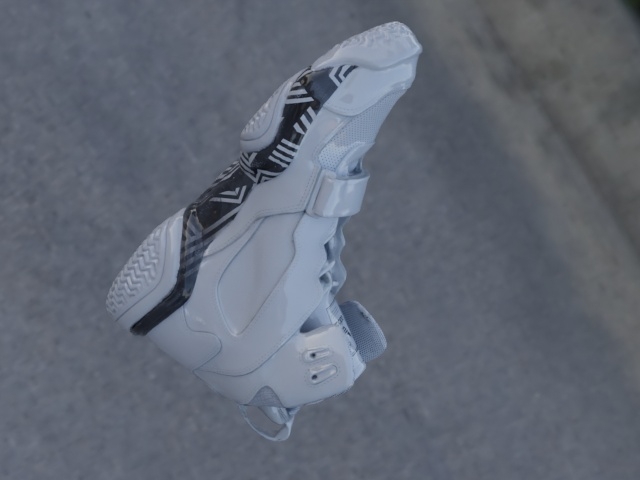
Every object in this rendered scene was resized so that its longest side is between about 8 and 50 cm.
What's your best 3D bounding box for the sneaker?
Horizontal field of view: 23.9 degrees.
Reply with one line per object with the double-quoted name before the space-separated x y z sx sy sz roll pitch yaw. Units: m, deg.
"sneaker" 0.000 0.000 1.275 0.210 0.366 0.137 45 20 4
